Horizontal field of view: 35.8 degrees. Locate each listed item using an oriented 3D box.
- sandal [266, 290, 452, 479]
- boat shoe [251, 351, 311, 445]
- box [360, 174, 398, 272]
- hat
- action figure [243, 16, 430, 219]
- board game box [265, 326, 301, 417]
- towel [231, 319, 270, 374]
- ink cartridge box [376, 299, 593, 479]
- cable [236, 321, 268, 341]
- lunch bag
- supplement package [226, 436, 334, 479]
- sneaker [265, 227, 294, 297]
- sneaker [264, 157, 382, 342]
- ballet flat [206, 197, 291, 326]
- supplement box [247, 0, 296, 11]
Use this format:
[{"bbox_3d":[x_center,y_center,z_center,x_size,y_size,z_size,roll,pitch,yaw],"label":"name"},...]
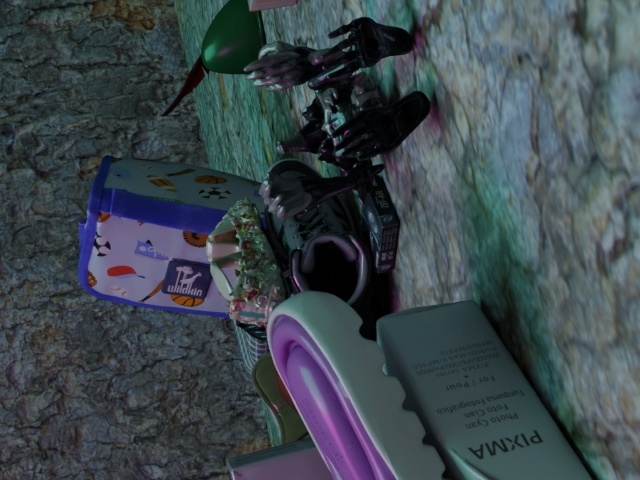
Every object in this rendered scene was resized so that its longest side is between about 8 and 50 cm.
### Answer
[{"bbox_3d":[0.051,0.234,0.678,0.416,0.102,0.169,60,157,18],"label":"sandal"},{"bbox_3d":[-0.016,0.322,1.674,0.103,0.113,0.302,49,-169,-51],"label":"boat shoe"},{"bbox_3d":[0.061,-0.016,1.030,0.083,0.018,0.067,91,164,-54],"label":"box"},{"bbox_3d":[-0.193,-0.320,1.645,0.173,0.184,0.208,-141,40,-75],"label":"hat"},{"bbox_3d":[0.001,-0.112,0.909,0.276,0.141,0.164,152,105,-77],"label":"action figure"},{"bbox_3d":[0.033,0.204,1.109,0.281,0.027,0.145,39,150,41],"label":"board game box"},{"bbox_3d":[-0.119,0.101,1.915,0.235,0.121,0.283,91,164,-49],"label":"towel"},{"bbox_3d":[0.140,0.276,0.712,0.385,0.091,0.308,-113,14,-54],"label":"ink cartridge box"},{"bbox_3d":[-0.071,0.156,1.662,0.047,0.151,0.184,-64,-5,-7],"label":"cable"},{"bbox_3d":[-0.201,-0.004,1.544,0.385,0.328,0.238,159,120,-78],"label":"lunch bag"},{"bbox_3d":[0.000,0.403,1.333,0.145,0.204,0.261,139,119,-80],"label":"supplement package"},{"bbox_3d":[-0.003,0.083,1.262,0.122,0.110,0.283,89,167,-61],"label":"sneaker"},{"bbox_3d":[0.000,0.000,1.121,0.153,0.101,0.268,79,170,-68],"label":"sneaker"},{"bbox_3d":[-0.095,0.018,1.177,0.241,0.077,0.091,-118,28,-58],"label":"ballet flat"},{"bbox_3d":[-0.058,-0.318,1.225,0.098,0.062,0.036,153,107,-79],"label":"supplement box"}]
